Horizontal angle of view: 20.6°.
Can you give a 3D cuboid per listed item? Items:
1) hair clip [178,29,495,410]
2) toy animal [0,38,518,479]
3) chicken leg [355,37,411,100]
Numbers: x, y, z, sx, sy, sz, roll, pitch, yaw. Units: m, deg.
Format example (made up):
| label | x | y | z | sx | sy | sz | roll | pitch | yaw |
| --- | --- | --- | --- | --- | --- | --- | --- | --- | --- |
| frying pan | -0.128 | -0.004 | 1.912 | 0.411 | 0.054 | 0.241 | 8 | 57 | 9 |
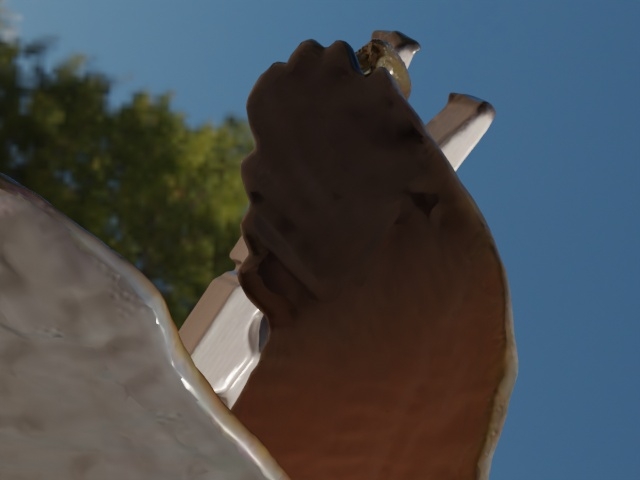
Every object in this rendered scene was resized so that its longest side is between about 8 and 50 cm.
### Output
| label | x | y | z | sx | sy | sz | roll | pitch | yaw |
| --- | --- | --- | --- | --- | --- | --- | --- | --- | --- |
| hair clip | -0.002 | 0.000 | 1.346 | 0.331 | 0.101 | 0.085 | -55 | -156 | -4 |
| toy animal | -0.063 | 0.122 | 0.448 | 0.302 | 0.225 | 0.284 | 49 | -65 | 18 |
| chicken leg | 0.028 | -0.051 | 1.082 | 0.198 | 0.085 | 0.069 | 92 | -26 | -51 |
